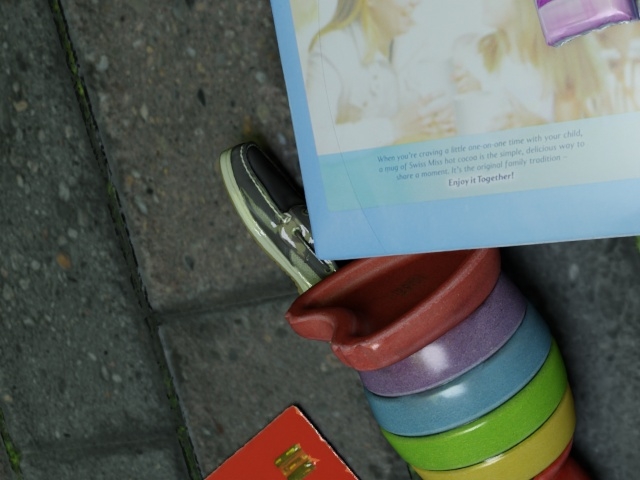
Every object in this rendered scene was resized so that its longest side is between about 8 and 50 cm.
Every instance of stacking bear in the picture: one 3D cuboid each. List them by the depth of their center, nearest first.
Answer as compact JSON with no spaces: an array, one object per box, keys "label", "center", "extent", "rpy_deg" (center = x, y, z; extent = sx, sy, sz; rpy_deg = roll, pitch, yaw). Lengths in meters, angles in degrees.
[{"label":"stacking bear","center":[0.126,0.144,0.851],"extent":[0.289,0.164,0.175],"rpy_deg":[60,167,-16]}]

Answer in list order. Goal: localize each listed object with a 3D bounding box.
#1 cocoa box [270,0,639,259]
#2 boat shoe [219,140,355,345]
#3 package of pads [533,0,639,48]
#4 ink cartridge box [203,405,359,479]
[{"label":"cocoa box","center":[0.173,-0.129,0.715],"extent":[0.347,0.228,0.231],"rpy_deg":[-5,100,29]},{"label":"boat shoe","center":[0.000,0.001,0.934],"extent":[0.073,0.080,0.223],"rpy_deg":[-33,92,25]},{"label":"package of pads","center":[0.135,-0.149,0.578],"extent":[0.050,0.032,0.083],"rpy_deg":[-15,93,29]},{"label":"ink cartridge box","center":[-0.013,0.397,1.035],"extent":[0.385,0.091,0.308],"rpy_deg":[50,120,7]}]
